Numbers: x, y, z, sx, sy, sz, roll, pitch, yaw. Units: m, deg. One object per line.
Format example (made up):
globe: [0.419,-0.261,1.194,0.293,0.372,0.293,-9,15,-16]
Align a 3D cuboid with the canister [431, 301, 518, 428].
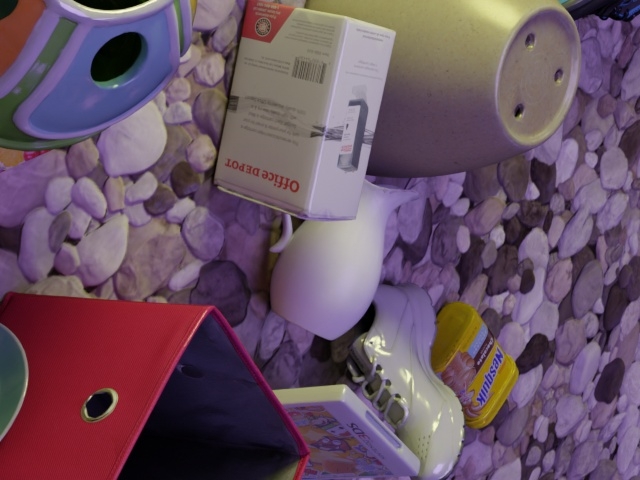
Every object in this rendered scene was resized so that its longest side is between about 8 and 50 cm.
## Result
canister: [0.216,0.184,1.753,0.126,0.073,0.170,-54,134,-17]

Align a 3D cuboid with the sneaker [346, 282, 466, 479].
sneaker: [0.094,0.183,1.527,0.129,0.297,0.111,12,137,-34]

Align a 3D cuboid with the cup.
cup: [0.168,-0.215,1.425,0.331,0.237,0.331,-19,118,-40]

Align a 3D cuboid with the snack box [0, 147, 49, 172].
snack box: [-0.302,-0.139,1.107,0.100,0.037,0.141,-31,124,-37]

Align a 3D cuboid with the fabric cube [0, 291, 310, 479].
fabric cube: [-0.205,0.223,1.139,0.254,0.258,0.259,-63,142,-35]

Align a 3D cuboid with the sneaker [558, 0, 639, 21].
sneaker: [0.427,-0.368,1.723,0.341,0.125,0.139,-32,131,-32]

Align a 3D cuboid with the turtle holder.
turtle holder: [-0.196,-0.201,0.997,0.320,0.227,0.243,9,75,-34]

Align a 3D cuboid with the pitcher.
pitcher: [0.000,0.000,1.432,0.178,0.125,0.207,26,89,-11]

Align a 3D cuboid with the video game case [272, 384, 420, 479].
video game case: [-0.024,0.236,1.417,0.206,0.227,0.026,49,42,-44]

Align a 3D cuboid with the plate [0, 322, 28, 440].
plate: [-0.348,0.149,1.064,0.188,0.188,0.024,-49,146,-22]

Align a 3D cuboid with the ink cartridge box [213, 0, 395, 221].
ink cartridge box: [-0.021,-0.143,1.312,0.092,0.158,0.218,4,103,-48]
